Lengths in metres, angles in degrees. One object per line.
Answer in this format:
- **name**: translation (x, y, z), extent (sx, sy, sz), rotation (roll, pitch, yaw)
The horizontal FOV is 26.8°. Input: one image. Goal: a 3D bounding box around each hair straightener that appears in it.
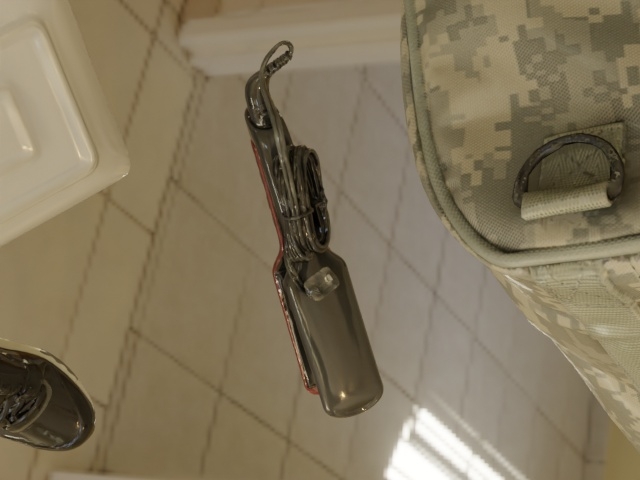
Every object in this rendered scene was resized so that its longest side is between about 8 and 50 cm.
- **hair straightener**: translation (0.000, 0.000, 0.769), extent (0.089, 0.047, 0.230), rotation (-137, -145, -65)

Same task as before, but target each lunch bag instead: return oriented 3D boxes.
- **lunch bag**: translation (0.169, -0.035, 0.587), extent (0.305, 0.213, 0.256), rotation (44, 51, -47)

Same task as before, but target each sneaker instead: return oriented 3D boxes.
- **sneaker**: translation (-0.346, 0.143, 1.329), extent (0.283, 0.107, 0.124), rotation (38, 9, -23)

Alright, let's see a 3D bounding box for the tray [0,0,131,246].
- **tray**: translation (-0.227, -0.029, 0.695), extent (0.270, 0.030, 0.145), rotation (-32, 126, -22)
